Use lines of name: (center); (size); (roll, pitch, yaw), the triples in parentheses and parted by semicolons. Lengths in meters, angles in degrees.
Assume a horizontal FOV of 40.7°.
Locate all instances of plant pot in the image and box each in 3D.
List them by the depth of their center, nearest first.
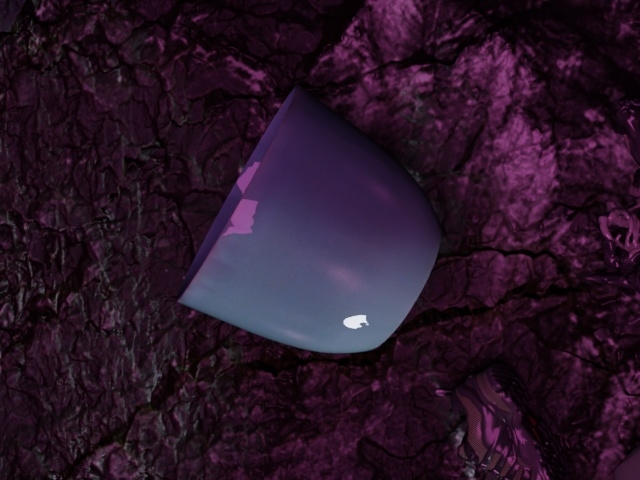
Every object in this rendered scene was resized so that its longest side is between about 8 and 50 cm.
plant pot: (0.000, 0.000, 1.034); (0.235, 0.293, 0.293); (30, 108, -9)

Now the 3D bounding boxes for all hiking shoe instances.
hiking shoe: (0.243, 0.275, 1.133); (0.114, 0.086, 0.227); (-28, 87, 32)

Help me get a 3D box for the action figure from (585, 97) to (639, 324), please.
action figure: (0.392, -0.027, 0.992); (0.164, 0.141, 0.276); (-4, 99, 4)

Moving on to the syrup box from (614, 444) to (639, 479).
syrup box: (0.486, 0.353, 1.067); (0.237, 0.093, 0.096); (41, 108, 4)
